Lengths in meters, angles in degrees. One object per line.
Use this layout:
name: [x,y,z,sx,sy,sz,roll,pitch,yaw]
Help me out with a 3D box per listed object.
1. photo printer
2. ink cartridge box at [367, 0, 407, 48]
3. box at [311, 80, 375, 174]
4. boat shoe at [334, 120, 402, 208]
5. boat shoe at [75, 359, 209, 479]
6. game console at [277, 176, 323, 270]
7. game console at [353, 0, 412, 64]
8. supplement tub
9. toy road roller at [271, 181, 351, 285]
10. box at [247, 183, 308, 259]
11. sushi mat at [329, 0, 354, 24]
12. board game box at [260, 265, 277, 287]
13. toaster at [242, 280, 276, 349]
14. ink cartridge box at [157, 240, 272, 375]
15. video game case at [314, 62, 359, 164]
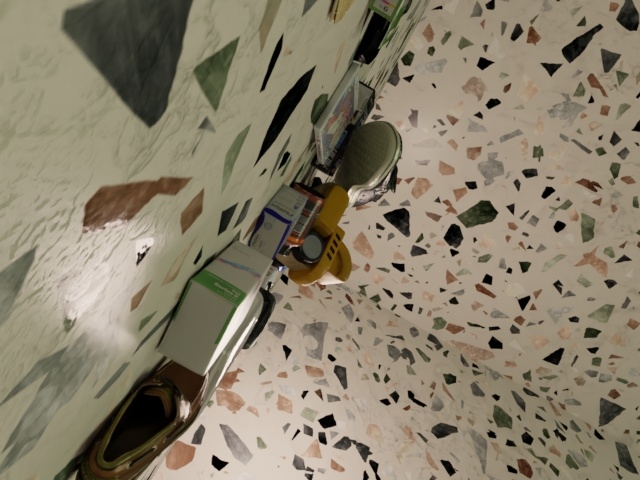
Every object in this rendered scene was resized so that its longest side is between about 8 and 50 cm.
photo printer: [-0.247,0.250,1.132,0.256,0.107,0.307,-60,180,22]
ink cartridge box: [0.151,-0.498,0.938,0.209,0.062,0.109,-60,180,37]
box: [0.078,-0.353,1.576,0.293,0.073,0.295,-58,179,8]
boat shoe: [0.165,-0.227,1.478,0.500,0.155,0.187,125,-43,-73]
boat shoe: [-0.266,0.284,0.797,0.104,0.110,0.307,-59,180,31]
game console: [-0.084,-0.064,1.830,0.293,0.173,0.250,114,-33,-46]
game console: [0.185,-0.579,1.199,0.213,0.044,0.361,-59,180,39]
supplement tub: [-0.073,-0.056,1.333,0.198,0.106,0.106,-60,180,12]
toy road roller: [0.000,0.000,1.551,0.202,0.240,0.330,-11,-135,50]
box: [-0.101,-0.044,1.143,0.126,0.072,0.137,-61,179,38]
sushi mat: [0.076,-0.413,0.559,0.151,0.019,0.316,-62,-179,-19]
board game box: [-0.241,0.193,1.740,0.193,0.053,0.305,-61,180,13]
toaster: [-0.224,0.228,1.455,0.227,0.129,0.146,-63,-176,-22]
ink cartridge box: [-0.179,0.110,0.853,0.154,0.093,0.212,-61,-179,20]
video game case: [0.044,-0.316,1.210,0.201,0.023,0.183,-60,169,-14]
